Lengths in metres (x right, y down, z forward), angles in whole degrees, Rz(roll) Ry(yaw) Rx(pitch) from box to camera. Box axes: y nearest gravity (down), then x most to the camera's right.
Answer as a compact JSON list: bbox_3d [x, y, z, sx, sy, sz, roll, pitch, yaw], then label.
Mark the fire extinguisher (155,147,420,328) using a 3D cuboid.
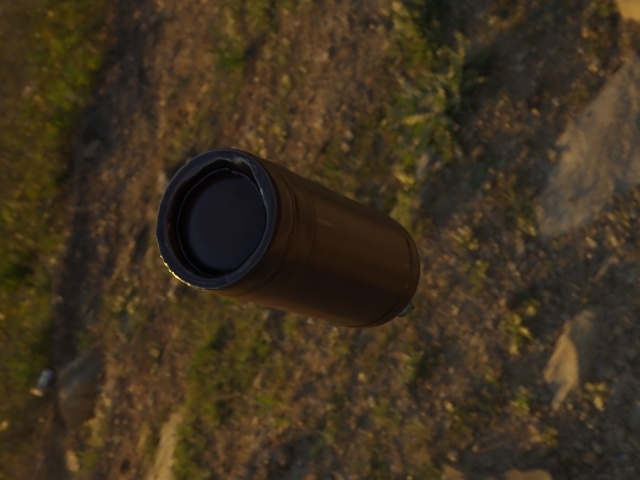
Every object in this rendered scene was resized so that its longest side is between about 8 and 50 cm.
[{"bbox_3d":[0.000,0.000,0.979,0.102,0.344,0.138,-38,66,17],"label":"fire extinguisher"}]
